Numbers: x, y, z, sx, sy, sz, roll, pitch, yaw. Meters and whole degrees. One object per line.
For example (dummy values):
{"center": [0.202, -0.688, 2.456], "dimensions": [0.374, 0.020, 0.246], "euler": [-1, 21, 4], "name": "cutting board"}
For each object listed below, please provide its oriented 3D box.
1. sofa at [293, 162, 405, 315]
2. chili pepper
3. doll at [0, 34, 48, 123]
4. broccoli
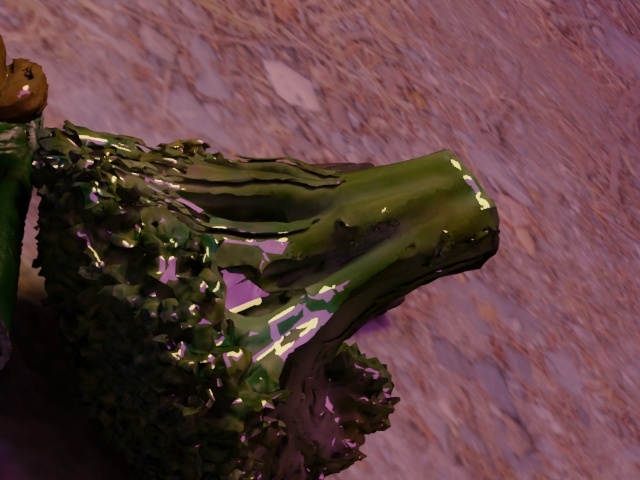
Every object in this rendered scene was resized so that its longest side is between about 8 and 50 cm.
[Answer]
{"center": [0.000, 0.000, 0.912], "dimensions": [0.085, 0.060, 0.147], "euler": [56, 27, 17], "name": "sofa"}
{"center": [-0.161, -0.022, 0.709], "dimensions": [0.088, 0.059, 0.227], "euler": [17, 27, -11], "name": "chili pepper"}
{"center": [-0.204, -0.114, 0.693], "dimensions": [0.137, 0.097, 0.209], "euler": [-12, 45, -39], "name": "doll"}
{"center": [-0.015, 0.025, 0.696], "dimensions": [0.194, 0.194, 0.220], "euler": [-100, 171, -48], "name": "broccoli"}
